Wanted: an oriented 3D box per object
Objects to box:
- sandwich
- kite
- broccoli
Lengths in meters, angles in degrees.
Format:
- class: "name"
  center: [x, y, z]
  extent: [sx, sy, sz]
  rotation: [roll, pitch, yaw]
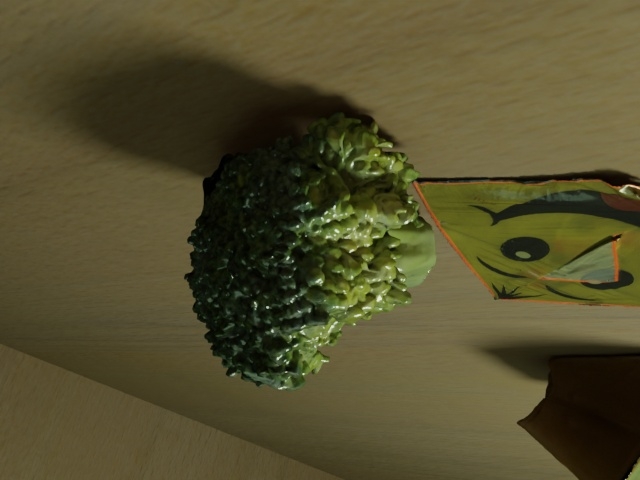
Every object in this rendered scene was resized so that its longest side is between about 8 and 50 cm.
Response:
- class: "sandwich"
  center: [0.421, 0.227, 1.028]
  extent: [0.155, 0.227, 0.198]
  rotation: [31, -172, -37]
- class: "kite"
  center: [0.256, 0.017, 0.761]
  extent: [0.378, 0.013, 0.327]
  rotation: [17, 157, -8]
- class: "broccoli"
  center: [0.000, 0.000, 0.709]
  extent: [0.243, 0.262, 0.247]
  rotation: [0, -159, -30]
